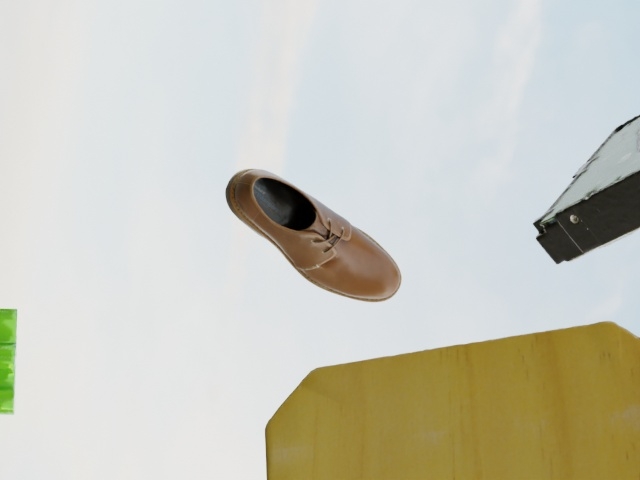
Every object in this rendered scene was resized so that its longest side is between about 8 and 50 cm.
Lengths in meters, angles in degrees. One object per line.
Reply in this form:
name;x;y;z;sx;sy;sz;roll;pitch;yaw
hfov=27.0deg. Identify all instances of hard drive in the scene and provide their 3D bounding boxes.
hard drive;0.395;-0.107;1.386;0.237;0.064;0.339;-44;-172;-40

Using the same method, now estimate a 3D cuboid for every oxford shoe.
oxford shoe;0.000;0.000;1.362;0.076;0.212;0.076;-61;-164;-11

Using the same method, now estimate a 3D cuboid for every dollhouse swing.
dollhouse swing;0.140;0.280;0.948;0.315;0.347;0.305;62;22;-47

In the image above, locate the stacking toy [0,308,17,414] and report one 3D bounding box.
stacking toy;-0.251;0.143;0.707;0.052;0.167;0.221;177;-84;-79
